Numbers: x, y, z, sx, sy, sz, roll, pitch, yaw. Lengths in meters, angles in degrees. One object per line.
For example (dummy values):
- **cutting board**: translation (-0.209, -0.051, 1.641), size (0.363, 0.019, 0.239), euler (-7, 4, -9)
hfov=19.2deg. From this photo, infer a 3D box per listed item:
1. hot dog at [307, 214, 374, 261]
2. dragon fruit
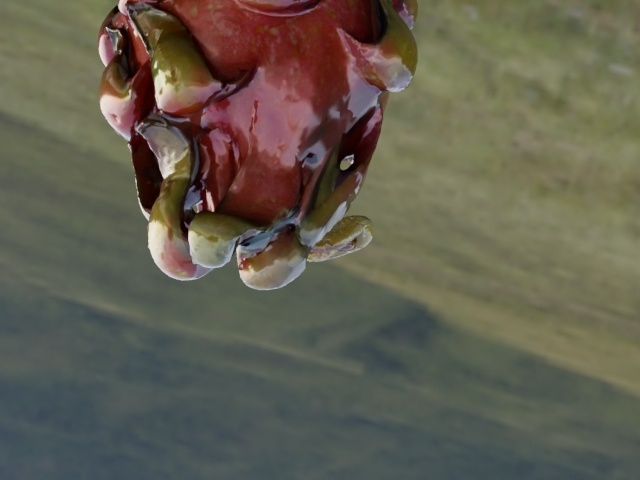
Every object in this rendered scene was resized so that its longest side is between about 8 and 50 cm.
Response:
- **hot dog**: translation (0.000, 0.000, 1.574), size (0.090, 0.034, 0.030), euler (-1, 145, 1)
- **dragon fruit**: translation (-0.055, -0.113, 1.365), size (0.243, 0.307, 0.227), euler (27, 161, 36)
